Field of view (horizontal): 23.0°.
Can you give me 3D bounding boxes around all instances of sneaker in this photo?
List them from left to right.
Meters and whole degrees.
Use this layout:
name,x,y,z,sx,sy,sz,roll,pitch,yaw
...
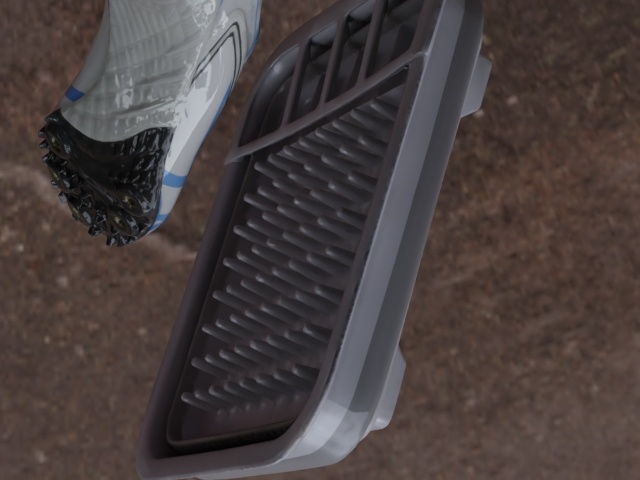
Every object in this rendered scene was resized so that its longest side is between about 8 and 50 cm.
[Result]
name,x,y,z,sx,sy,sz,roll,pitch,yaw
sneaker,-0.074,-0.082,0.760,0.086,0.085,0.237,-36,163,-40

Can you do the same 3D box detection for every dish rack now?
name,x,y,z,sx,sy,sz,roll,pitch,yaw
dish rack,0.000,0.000,0.993,0.072,0.332,0.285,25,159,-21
